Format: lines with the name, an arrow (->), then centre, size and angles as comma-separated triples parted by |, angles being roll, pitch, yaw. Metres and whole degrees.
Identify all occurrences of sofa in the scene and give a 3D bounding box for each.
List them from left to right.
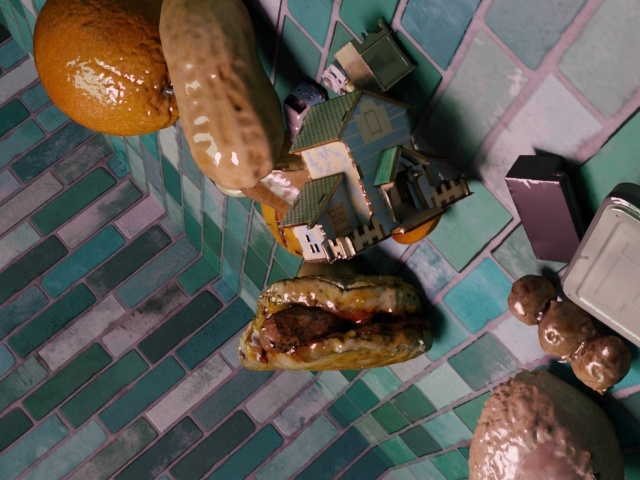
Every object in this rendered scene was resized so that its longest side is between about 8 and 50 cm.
sofa -> 0.302, -0.041, 1.254 | 0.085, 0.060, 0.147 | 10, 139, 45

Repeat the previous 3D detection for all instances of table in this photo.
table -> 0.075, -0.249, 1.365 | 0.083, 0.062, 0.079 | 52, 163, -7

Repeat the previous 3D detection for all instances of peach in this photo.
peach -> 0.145, -0.045, 1.573 | 0.101, 0.100, 0.101 | 45, 164, 17

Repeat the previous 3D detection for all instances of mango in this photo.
mango -> -0.049, -0.070, 2.010 | 0.177, 0.120, 0.295 | 39, 160, 30

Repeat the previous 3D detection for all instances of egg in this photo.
egg -> 0.369, 0.368, 1.623 | 0.279, 0.279, 0.311 | 24, 122, 57

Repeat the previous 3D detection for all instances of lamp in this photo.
lamp -> 0.416, 0.069, 1.127 | 0.266, 0.047, 0.269 | 36, 160, 17

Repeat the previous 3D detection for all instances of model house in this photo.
model house -> 0.065, -0.109, 1.386 | 0.178, 0.271, 0.206 | -9, 105, 61

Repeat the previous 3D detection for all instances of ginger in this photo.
ginger -> -0.053, -0.099, 1.835 | 0.275, 0.130, 0.221 | 16, 145, 30
ginger -> 0.357, 0.128, 1.425 | 0.204, 0.080, 0.104 | 42, 148, 21

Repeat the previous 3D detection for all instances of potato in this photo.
potato -> 0.020, 0.084, 2.148 | 0.202, 0.182, 0.117 | 36, -150, -64

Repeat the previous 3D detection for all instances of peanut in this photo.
peanut -> -0.167, -0.278, 1.678 | 0.192, 0.169, 0.387 | -35, -68, -75

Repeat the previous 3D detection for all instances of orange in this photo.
orange -> -0.393, -0.364, 1.951 | 0.357, 0.322, 0.322 | 35, 159, 31

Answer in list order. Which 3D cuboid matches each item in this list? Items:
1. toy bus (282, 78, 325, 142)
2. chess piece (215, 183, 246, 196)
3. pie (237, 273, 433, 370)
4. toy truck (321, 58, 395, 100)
toy bus -> -0.023, -0.209, 1.703 | 0.060, 0.075, 0.123 | 41, 162, 32
chess piece -> -0.181, -0.227, 2.013 | 0.144, 0.144, 0.251 | 37, 155, 39
pie -> 0.029, 0.183, 2.029 | 0.418, 0.395, 0.181 | 123, 144, -73
toy truck -> 0.061, -0.225, 1.482 | 0.123, 0.052, 0.063 | 48, 160, 3
